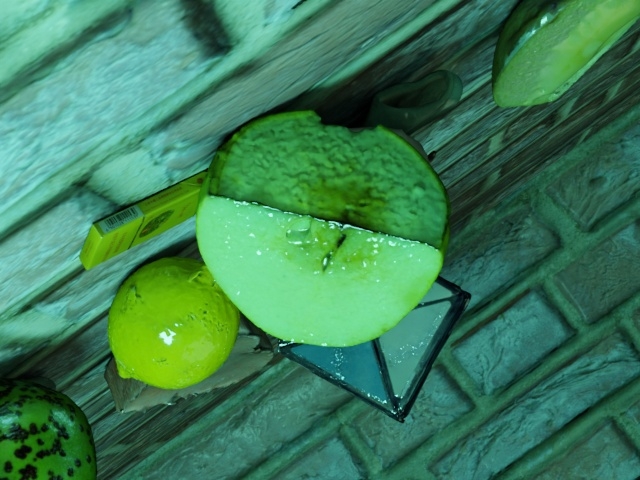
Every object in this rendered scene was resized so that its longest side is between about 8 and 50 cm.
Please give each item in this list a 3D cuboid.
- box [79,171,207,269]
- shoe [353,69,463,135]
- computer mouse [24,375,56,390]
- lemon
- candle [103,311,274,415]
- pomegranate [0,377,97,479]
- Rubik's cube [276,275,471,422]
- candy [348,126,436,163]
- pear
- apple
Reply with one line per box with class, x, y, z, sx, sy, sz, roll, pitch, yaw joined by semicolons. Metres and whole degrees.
box;-0.198;-0.023;1.179;0.155;0.023;0.087;-29;166;-34
shoe;0.094;-0.175;1.380;0.195;0.079;0.078;-28;132;28
computer mouse;-0.424;0.221;1.502;0.066;0.039;0.096;-37;178;10
lemon;-0.192;0.106;1.374;0.173;0.173;0.206;-20;150;-57
candle;-0.234;0.188;1.767;0.287;0.131;0.317;-30;161;4
pomegranate;-0.419;0.291;1.312;0.254;0.254;0.270;-38;159;8
Rubik's cube;0.113;0.186;2.169;0.305;0.307;0.310;-58;171;-9
candy;0.038;-0.058;1.368;0.255;0.094;0.255;-11;156;-5
pear;0.000;0.000;1.198;0.292;0.292;0.159;-44;-157;39
apple;0.322;-0.296;1.411;0.193;0.120;0.265;-8;151;-42
